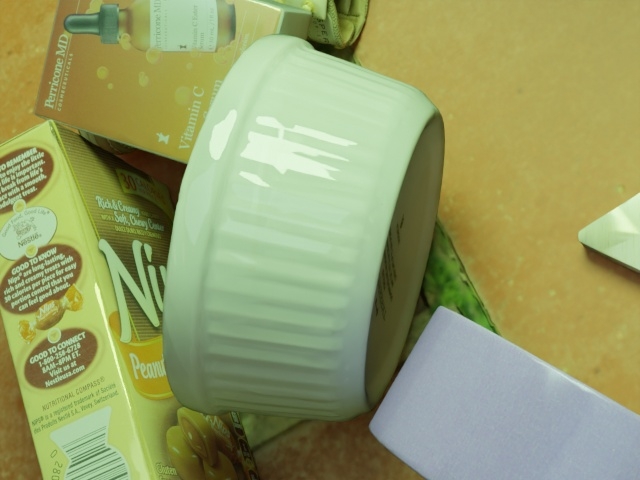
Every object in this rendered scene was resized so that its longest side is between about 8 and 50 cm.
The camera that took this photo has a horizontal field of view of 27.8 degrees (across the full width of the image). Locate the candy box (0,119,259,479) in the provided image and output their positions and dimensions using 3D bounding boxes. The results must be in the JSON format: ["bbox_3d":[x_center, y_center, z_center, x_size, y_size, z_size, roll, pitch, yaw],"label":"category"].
[{"bbox_3d":[-0.147,0.086,0.966,0.087,0.183,0.317,-25,69,14],"label":"candy box"}]

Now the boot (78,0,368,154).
[{"bbox_3d":[-0.076,-0.174,1.058,0.203,0.095,0.262,18,81,24],"label":"boot"}]

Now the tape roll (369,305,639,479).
[{"bbox_3d":[0.168,0.145,0.770,0.274,0.275,0.090,29,88,26],"label":"tape roll"}]

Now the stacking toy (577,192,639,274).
[{"bbox_3d":[0.328,-0.003,0.824,0.309,0.130,0.279,-43,65,7],"label":"stacking toy"}]

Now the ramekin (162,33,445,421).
[{"bbox_3d":[0.000,0.000,0.893,0.127,0.273,0.273,12,81,12],"label":"ramekin"}]

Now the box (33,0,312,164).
[{"bbox_3d":[-0.110,-0.134,0.977,0.170,0.091,0.130,17,102,11],"label":"box"}]
